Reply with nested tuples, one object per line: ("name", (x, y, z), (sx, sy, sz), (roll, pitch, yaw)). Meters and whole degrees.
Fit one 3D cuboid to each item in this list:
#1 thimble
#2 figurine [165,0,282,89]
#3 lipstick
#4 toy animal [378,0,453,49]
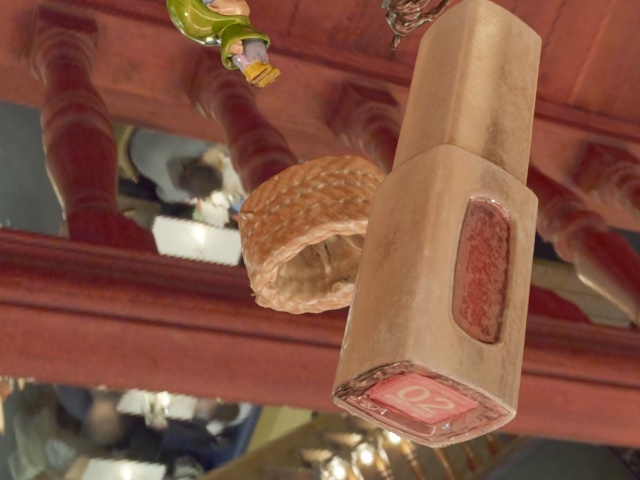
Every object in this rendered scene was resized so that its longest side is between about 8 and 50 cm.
("thimble", (0.004, -0.005, 1.472), (0.229, 0.148, 0.196), (-11, 138, -6))
("figurine", (-0.170, -0.380, 1.829), (0.143, 0.162, 0.263), (-38, 80, 19))
("lipstick", (0.073, -0.020, 0.579), (0.079, 0.253, 0.077), (29, 143, -20))
("toy animal", (0.163, -0.437, 1.915), (0.148, 0.084, 0.233), (-31, 169, -10))
